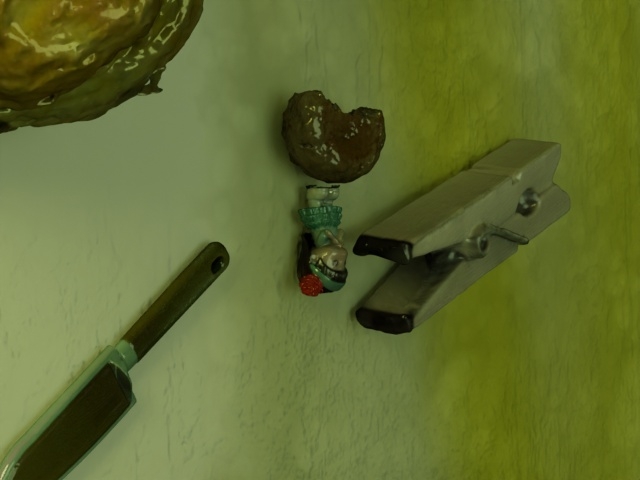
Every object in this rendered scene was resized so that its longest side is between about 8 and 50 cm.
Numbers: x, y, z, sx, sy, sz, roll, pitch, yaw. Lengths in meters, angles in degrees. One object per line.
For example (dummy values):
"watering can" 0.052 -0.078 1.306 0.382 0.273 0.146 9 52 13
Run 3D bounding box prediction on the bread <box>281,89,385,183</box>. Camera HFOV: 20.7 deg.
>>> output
"bread" 0.008 -0.094 1.651 0.113 0.060 0.082 16 79 -46

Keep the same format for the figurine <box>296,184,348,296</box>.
"figurine" 0.000 0.000 1.658 0.060 0.047 0.106 1 87 -65

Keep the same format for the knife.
"knife" -0.173 0.122 1.483 0.343 0.027 0.061 -48 130 -36

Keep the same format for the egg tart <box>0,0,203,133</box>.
"egg tart" -0.243 -0.206 1.230 0.339 0.153 0.351 -32 124 -17

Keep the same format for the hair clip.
"hair clip" 0.153 -0.012 1.803 0.331 0.085 0.101 -30 116 -46
